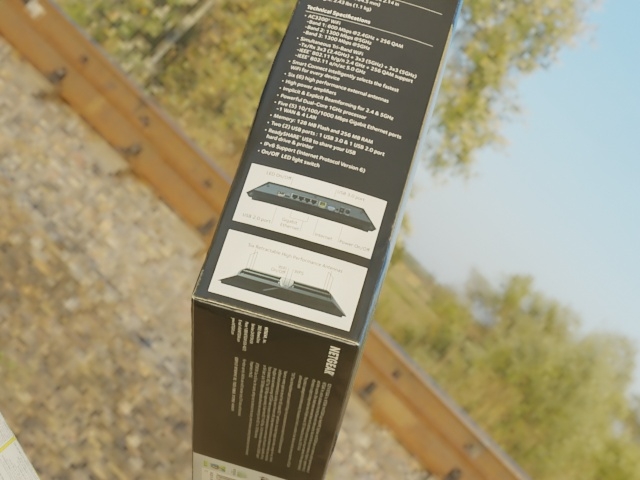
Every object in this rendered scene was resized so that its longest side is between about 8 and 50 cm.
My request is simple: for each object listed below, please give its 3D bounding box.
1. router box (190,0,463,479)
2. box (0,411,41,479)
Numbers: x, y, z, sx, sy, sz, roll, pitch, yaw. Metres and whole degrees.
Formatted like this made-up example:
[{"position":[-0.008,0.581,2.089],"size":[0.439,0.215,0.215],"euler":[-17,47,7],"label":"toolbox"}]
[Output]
[{"position":[0.000,0.000,0.784],"size":[0.081,0.243,0.309],"euler":[16,-26,3],"label":"router box"},{"position":[-0.192,0.112,0.585],"size":[0.105,0.043,0.179],"euler":[61,22,-8],"label":"box"}]
